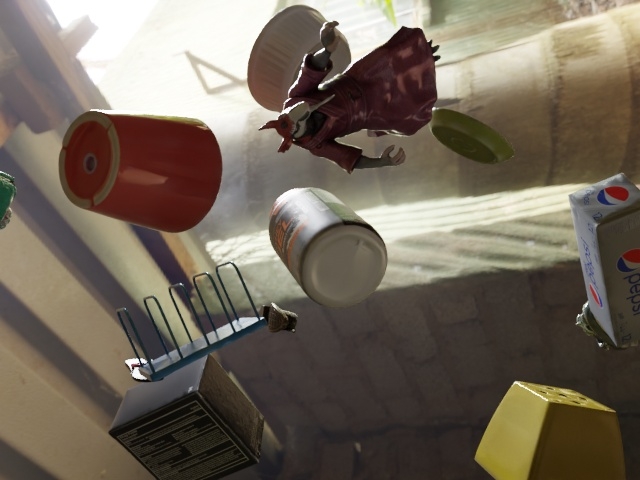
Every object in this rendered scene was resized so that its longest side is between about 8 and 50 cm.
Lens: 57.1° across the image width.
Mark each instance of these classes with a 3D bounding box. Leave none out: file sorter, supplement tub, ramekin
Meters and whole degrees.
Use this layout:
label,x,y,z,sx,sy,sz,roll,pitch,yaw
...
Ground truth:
label,x,y,z,sx,sy,sz,roll,pitch,yaw
file sorter,-0.186,0.110,0.832,0.118,0.170,0.104,-16,98,64
supplement tub,0.000,0.000,1.290,0.316,0.194,0.193,46,159,62
ramekin,-0.040,-0.421,1.443,0.127,0.273,0.273,39,178,27

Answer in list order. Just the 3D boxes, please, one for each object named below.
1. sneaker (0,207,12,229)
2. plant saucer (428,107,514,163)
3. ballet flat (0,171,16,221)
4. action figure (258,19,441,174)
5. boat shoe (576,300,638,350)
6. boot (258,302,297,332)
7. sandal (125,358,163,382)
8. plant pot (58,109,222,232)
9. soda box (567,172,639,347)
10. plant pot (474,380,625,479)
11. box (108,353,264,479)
label,x,y,z,sx,sy,sz,roll,pitch,yaw
sneaker,-0.647,-0.075,1.161,0.069,0.038,0.098,30,-124,-62
plant saucer,0.369,-0.254,1.483,0.037,0.241,0.241,-61,-23,-1
ballet flat,-0.403,-0.063,0.611,0.247,0.083,0.087,79,-161,-76
action figure,0.036,-0.250,1.034,0.370,0.276,0.248,-26,-70,-29
boat shoe,0.659,0.206,1.378,0.319,0.099,0.116,22,-125,-49
boot,-0.102,0.223,1.686,0.219,0.106,0.082,-179,97,-70
sandal,-0.450,0.318,1.485,0.067,0.179,0.040,2,-83,-36
plant pot,-0.387,-0.152,1.239,0.243,0.275,0.274,2,-104,-57
soda box,0.484,0.039,0.953,0.098,0.091,0.286,-101,-15,-54
plant pot,0.460,0.394,1.159,0.212,0.212,0.187,-169,90,-79
box,-0.360,0.511,1.637,0.294,0.296,0.182,57,-165,-25
